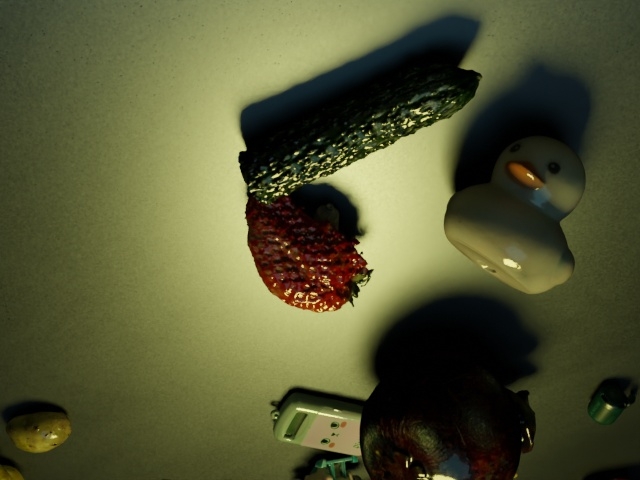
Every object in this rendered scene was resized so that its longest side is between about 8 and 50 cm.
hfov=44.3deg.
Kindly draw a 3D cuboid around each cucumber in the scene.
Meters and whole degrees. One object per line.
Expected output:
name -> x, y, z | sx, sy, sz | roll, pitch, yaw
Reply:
cucumber -> 0.053, -0.161, 1.101 | 0.359, 0.096, 0.096 | -26, 128, 17

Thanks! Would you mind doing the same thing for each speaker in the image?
speaker -> 0.590, 0.331, 1.575 | 0.094, 0.060, 0.075 | 7, 133, -8

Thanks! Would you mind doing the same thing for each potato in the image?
potato -> -0.574, 0.389, 1.596 | 0.138, 0.070, 0.091 | -16, 129, 14

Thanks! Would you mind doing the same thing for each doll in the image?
doll -> 0.303, -0.045, 1.169 | 0.221, 0.221, 0.251 | -19, 152, 15

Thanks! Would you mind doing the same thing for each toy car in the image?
toy car -> 0.008, 0.524, 1.737 | 0.126, 0.098, 0.161 | 3, 167, -35

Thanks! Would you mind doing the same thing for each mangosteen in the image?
mangosteen -> 0.226, 0.351, 1.444 | 0.330, 0.330, 0.330 | -1, 132, -1

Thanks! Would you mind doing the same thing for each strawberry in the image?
strawberry -> -0.037, 0.041, 1.244 | 0.236, 0.107, 0.175 | 28, 141, -5

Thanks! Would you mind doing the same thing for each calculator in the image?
calculator -> 0.015, 0.379, 1.618 | 0.246, 0.045, 0.141 | 15, 130, -14

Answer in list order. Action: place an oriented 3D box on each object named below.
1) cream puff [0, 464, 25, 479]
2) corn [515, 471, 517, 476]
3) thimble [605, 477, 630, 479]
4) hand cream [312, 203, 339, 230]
cream puff -> -0.784, 0.608, 1.650 | 0.324, 0.257, 0.291 | 1, 137, -12
corn -> 0.290, 0.554, 1.742 | 0.318, 0.115, 0.115 | -34, 125, 26
thimble -> 0.662, 0.628, 1.779 | 0.125, 0.163, 0.189 | -13, 145, 10
hand cream -> 0.000, 0.000, 1.288 | 0.057, 0.037, 0.165 | 7, 139, -8
